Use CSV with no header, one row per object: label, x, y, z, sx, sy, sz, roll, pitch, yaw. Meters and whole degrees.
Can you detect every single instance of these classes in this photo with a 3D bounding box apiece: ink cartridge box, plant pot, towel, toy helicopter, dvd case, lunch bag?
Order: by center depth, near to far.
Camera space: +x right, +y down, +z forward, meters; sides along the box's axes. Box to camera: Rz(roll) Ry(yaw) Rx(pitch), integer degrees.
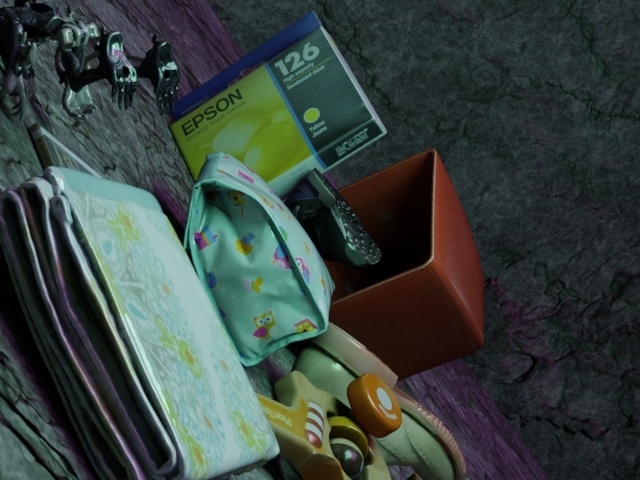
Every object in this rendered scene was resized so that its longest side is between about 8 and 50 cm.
towel,-0.176,0.094,1.444,0.320,0.090,0.374,65,10,9
dvd case,-0.254,-0.020,1.695,0.164,0.018,0.221,45,15,-55
toy helicopter,-0.027,0.250,1.752,0.355,0.140,0.235,33,32,-45
lunch bag,-0.100,0.011,1.998,0.262,0.160,0.223,61,8,-11
plant pot,0.119,0.066,2.290,0.235,0.267,0.267,51,29,-32
ink cartridge box,-0.088,-0.207,2.380,0.307,0.304,0.072,61,9,33

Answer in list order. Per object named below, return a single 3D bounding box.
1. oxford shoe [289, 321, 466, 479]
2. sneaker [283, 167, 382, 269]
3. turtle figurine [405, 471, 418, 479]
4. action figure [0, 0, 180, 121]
oxford shoe,0.070,0.266,2.101,0.140,0.146,0.397,29,-13,50
sneaker,0.000,0.000,2.188,0.107,0.124,0.283,48,5,-23
turtle figurine,0.194,0.455,2.251,0.217,0.087,0.269,50,18,9
action figure,-0.304,-0.203,1.689,0.276,0.140,0.164,19,18,32
